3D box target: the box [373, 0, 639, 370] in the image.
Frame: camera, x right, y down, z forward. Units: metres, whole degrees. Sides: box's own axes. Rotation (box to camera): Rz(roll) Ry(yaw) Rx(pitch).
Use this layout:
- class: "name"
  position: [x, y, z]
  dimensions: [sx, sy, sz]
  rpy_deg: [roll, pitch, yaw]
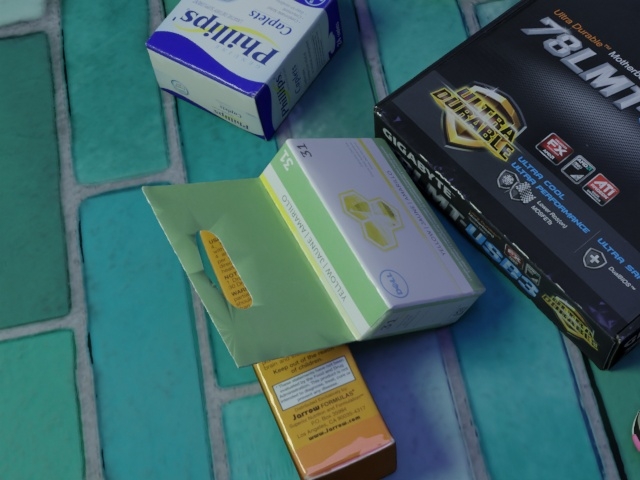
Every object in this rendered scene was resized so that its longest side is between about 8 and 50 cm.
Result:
- class: "box"
  position: [0.248, -0.087, 0.995]
  dimensions: [0.293, 0.073, 0.295]
  rpy_deg: [-37, 65, -13]

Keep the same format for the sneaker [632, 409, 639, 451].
- class: "sneaker"
  position: [0.312, 0.108, 0.878]
  dimensions: [0.170, 0.075, 0.063]
  rpy_deg: [-27, 62, -9]

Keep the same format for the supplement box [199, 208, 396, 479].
- class: "supplement box"
  position: [-0.020, 0.086, 0.920]
  dimensions: [0.080, 0.078, 0.233]
  rpy_deg: [-24, 63, -8]

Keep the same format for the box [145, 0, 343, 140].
- class: "box"
  position: [-0.069, -0.184, 1.075]
  dimensions: [0.126, 0.072, 0.137]
  rpy_deg: [27, 68, 19]

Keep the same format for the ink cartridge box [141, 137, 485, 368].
- class: "ink cartridge box"
  position: [0.000, 0.000, 0.900]
  dimensions: [0.235, 0.056, 0.171]
  rpy_deg: [-5, 56, -46]
